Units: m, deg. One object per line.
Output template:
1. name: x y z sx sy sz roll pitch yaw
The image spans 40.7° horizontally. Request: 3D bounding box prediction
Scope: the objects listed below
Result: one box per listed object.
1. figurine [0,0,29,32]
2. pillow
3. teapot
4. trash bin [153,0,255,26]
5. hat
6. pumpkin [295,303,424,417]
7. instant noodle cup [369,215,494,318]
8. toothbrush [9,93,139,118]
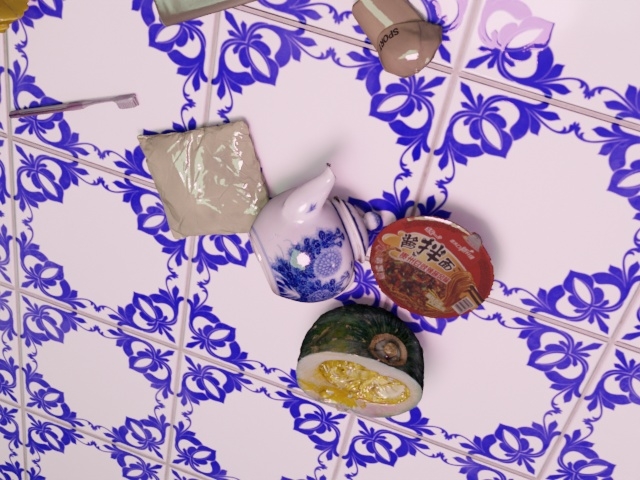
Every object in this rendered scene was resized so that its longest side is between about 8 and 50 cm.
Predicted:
1. figurine: -0.774 -0.464 1.903 0.187 0.168 0.315 32 138 -16
2. pillow: -0.258 -0.127 1.962 0.281 0.076 0.274 -4 119 23
3. teapot: 0.000 0.000 1.867 0.280 0.252 0.424 -21 142 -8
4. trash bin: -0.204 -0.526 1.644 0.240 0.122 0.164 -8 119 23
5. hat: 0.128 -0.386 1.631 0.175 0.085 0.147 43 128 -12
6. pumpkin: 0.101 0.268 2.025 0.293 0.197 0.263 23 138 -4
7. instant noodle cup: 0.248 0.039 1.873 0.274 0.091 0.274 10 126 15
8. toothbrush: -0.573 -0.304 1.994 0.354 0.024 0.029 -3 130 22
